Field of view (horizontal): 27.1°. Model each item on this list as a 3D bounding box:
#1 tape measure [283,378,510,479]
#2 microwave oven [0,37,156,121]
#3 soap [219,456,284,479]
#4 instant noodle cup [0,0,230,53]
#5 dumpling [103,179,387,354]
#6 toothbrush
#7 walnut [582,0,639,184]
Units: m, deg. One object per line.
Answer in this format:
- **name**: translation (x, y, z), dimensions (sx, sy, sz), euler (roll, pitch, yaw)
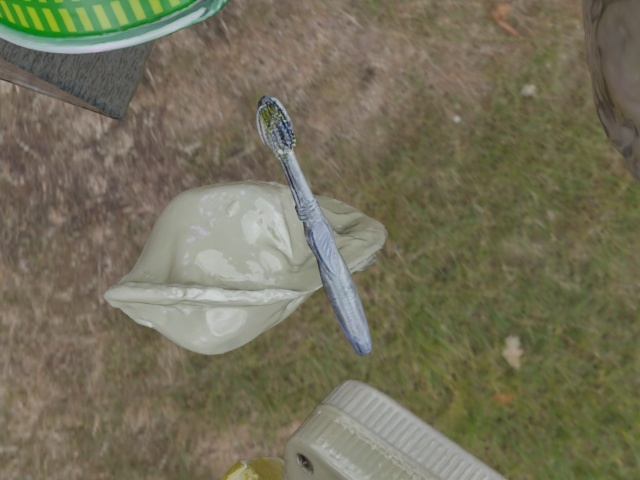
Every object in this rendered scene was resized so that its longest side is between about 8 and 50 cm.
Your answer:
- **tape measure**: translation (0.089, 0.284, 1.271), dimensions (0.133, 0.271, 0.231), euler (-47, 157, -30)
- **microwave oven**: translation (-0.332, -0.349, 1.412), dimensions (0.236, 0.432, 0.374), euler (19, 89, 15)
- **soap**: translation (-0.171, 0.464, 2.016), dimensions (0.315, 0.199, 0.091), euler (-45, 71, 7)
- **instant noodle cup**: translation (-0.126, -0.238, 0.622), dimensions (0.207, 0.207, 0.232), euler (-25, 145, -3)
- **dumpling**: translation (-0.067, 0.031, 1.732), dimensions (0.395, 0.315, 0.233), euler (-23, 115, -48)
- **toothbrush**: translation (0.000, 0.000, 1.442), dimensions (0.035, 0.042, 0.413), euler (-20, 136, 2)
- **walnut**: translation (0.211, -0.104, 0.551), dimensions (0.224, 0.224, 0.224), euler (-5, 114, -12)
